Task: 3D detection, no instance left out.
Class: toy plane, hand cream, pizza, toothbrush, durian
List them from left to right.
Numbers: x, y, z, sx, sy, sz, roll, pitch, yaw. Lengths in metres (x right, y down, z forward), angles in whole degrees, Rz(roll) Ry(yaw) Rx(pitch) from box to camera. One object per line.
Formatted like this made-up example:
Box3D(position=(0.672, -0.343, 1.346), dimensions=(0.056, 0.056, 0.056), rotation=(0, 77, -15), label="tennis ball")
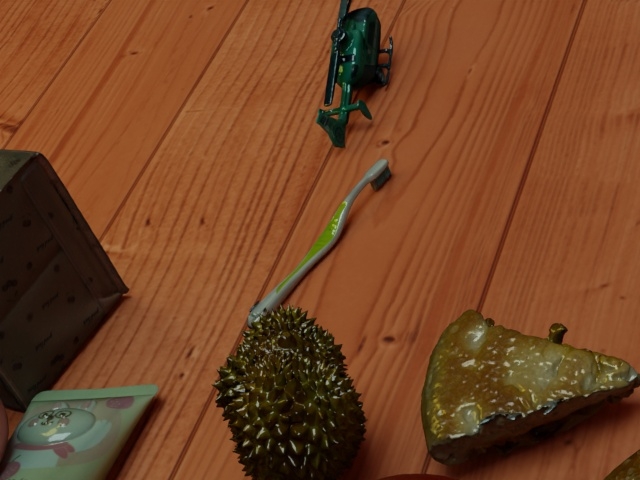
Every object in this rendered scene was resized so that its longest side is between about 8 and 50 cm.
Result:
Box3D(position=(-0.265, 0.240, 1.350), dimensions=(0.147, 0.093, 0.306), rotation=(-7, 31, 22), label="hand cream")
Box3D(position=(-0.025, 0.151, 1.260), dimensions=(0.137, 0.168, 0.158), rotation=(-3, 24, 13), label="durian")
Box3D(position=(0.000, 0.000, 1.538), dimensions=(0.022, 0.026, 0.263), rotation=(9, 47, 43), label="toothbrush")
Box3D(position=(0.038, -0.208, 1.718), dimensions=(0.060, 0.096, 0.235), rotation=(-6, 59, 25), label="toy plane")
Box3D(position=(0.187, 0.131, 1.257), dimensions=(0.194, 0.069, 0.154), rotation=(-2, 42, 15), label="pizza")

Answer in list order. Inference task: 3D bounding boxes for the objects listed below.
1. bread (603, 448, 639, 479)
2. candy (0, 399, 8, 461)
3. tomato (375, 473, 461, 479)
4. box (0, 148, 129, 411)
Box3D(position=(0.339, 0.206, 1.007), dimensions=(0.314, 0.171, 0.192), rotation=(12, 53, 35), label="bread")
Box3D(position=(-0.414, 0.188, 1.347), dimensions=(0.255, 0.094, 0.255), rotation=(-14, 33, 9), label="candy")
Box3D(position=(0.076, 0.252, 1.135), dimensions=(0.228, 0.112, 0.199), rotation=(11, 47, 32), label="tomato")
Box3D(position=(-0.409, 0.027, 1.551), dimensions=(0.297, 0.225, 0.190), rotation=(7, 49, 34), label="box")
